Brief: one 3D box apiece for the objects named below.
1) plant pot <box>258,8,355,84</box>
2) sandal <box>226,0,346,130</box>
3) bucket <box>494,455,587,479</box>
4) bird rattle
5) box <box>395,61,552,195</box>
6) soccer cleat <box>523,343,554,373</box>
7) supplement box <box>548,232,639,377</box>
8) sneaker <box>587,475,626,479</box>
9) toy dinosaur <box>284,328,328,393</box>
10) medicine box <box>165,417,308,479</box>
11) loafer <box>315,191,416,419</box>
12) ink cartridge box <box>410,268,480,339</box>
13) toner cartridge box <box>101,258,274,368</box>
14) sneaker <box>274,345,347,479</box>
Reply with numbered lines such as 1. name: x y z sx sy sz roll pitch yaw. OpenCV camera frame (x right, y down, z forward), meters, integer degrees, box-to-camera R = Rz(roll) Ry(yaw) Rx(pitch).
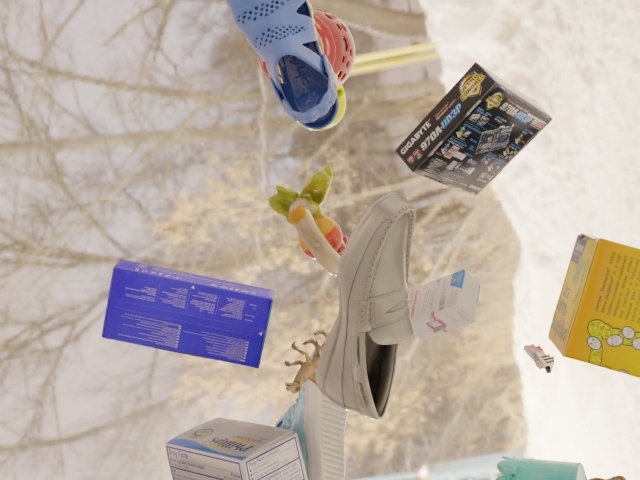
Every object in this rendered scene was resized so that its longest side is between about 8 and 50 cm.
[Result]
1. plant pot: -0.037 -0.404 2.083 0.174 0.191 0.191 -28 -72 -70
2. sandal: -0.052 -0.310 1.545 0.317 0.126 0.138 58 -168 -16
3. bucket: 0.514 0.633 2.232 0.281 0.183 0.281 -5 -90 -67
4. bird rattle: 0.000 0.000 1.805 0.254 0.143 0.207 64 -168 -7
5. box: 0.234 -0.159 1.455 0.220 0.175 0.051 12 -144 -55
6. soccer cleat: 0.412 0.223 1.828 0.083 0.029 0.036 34 -124 -33
7. supplement box: 0.572 0.130 1.550 0.194 0.356 0.195 -22 -52 -83
8. sneaker: 0.576 0.495 1.956 0.037 0.083 0.032 51 -146 -57
9. toy dinosaur: 0.007 0.203 1.645 0.093 0.183 0.053 62 156 16
10. medicine box: -0.151 0.521 1.920 0.263 0.149 0.289 -2 102 48
11. loafer: 0.079 0.091 1.268 0.112 0.111 0.319 -24 -46 -44
12. ink cartridge box: 0.217 0.115 1.723 0.052 0.122 0.088 42 -135 -27
13. toner cartridge box: -0.285 0.159 2.106 0.075 0.347 0.165 -91 14 -76
14. sneaker: -0.035 0.369 1.945 0.135 0.150 0.366 -31 -51 -56
